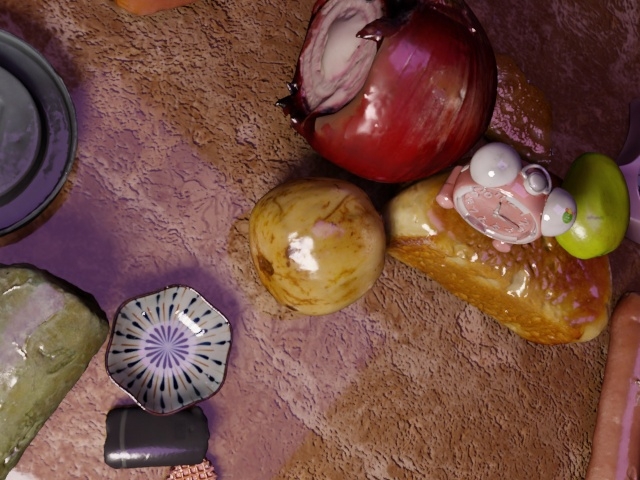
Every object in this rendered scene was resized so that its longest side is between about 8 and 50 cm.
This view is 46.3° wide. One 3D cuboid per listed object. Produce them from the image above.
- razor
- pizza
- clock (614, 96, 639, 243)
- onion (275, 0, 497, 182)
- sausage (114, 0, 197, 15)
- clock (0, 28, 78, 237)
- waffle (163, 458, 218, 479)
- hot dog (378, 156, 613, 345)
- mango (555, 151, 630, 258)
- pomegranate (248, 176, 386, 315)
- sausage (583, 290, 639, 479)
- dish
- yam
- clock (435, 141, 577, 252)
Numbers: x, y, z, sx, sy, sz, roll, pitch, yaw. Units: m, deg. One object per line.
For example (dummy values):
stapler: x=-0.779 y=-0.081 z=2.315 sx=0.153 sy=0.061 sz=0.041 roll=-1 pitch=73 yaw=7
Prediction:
razor: x=-0.236 y=0.283 z=1.082 sx=0.148 sy=0.054 sz=0.090 roll=3 pitch=51 yaw=-15
pizza: x=0.333 y=-0.243 z=1.343 sx=0.271 sy=0.056 sz=0.134 roll=42 pitch=75 yaw=-6
clock: x=0.609 y=-0.138 z=1.400 sx=0.276 sy=0.080 sz=0.290 roll=4 pitch=80 yaw=-17
onion: x=0.118 y=-0.253 z=1.144 sx=0.341 sy=0.341 sz=0.341 roll=2 pitch=81 yaw=-17
sausage: x=-0.209 y=-0.434 z=1.181 sx=0.259 sy=0.113 sz=0.113 roll=-27 pitch=90 yaw=-19
clock: x=-0.515 y=-0.152 z=1.067 sx=0.325 sy=0.067 sz=0.325 roll=3 pitch=81 yaw=-17
waffle: x=-0.193 y=0.359 z=1.109 sx=0.075 sy=0.029 sz=0.083 roll=38 pitch=72 yaw=-7
hot dog: x=0.302 y=-0.006 z=1.230 sx=0.405 sy=0.185 sz=0.223 roll=31 pitch=74 yaw=-10
mango: x=0.412 y=-0.050 z=1.124 sx=0.117 sy=0.089 sz=0.163 roll=30 pitch=74 yaw=-8
pomegranate: x=0.000 y=0.000 z=1.138 sx=0.215 sy=0.215 sz=0.215 roll=2 pitch=81 yaw=-17
sausage: x=0.527 y=0.292 z=1.304 sx=0.094 sy=0.094 sz=0.418 roll=24 pitch=74 yaw=-35
dish: x=-0.226 y=0.160 z=1.110 sx=0.191 sy=0.066 sz=0.190 roll=2 pitch=82 yaw=-18
yam: x=-0.427 y=0.168 z=0.985 sx=0.195 sy=0.195 sz=0.300 roll=36 pitch=74 yaw=-9
clock: x=0.264 y=-0.066 z=1.049 sx=0.166 sy=0.162 sz=0.092 roll=38 pitch=72 yaw=-8
